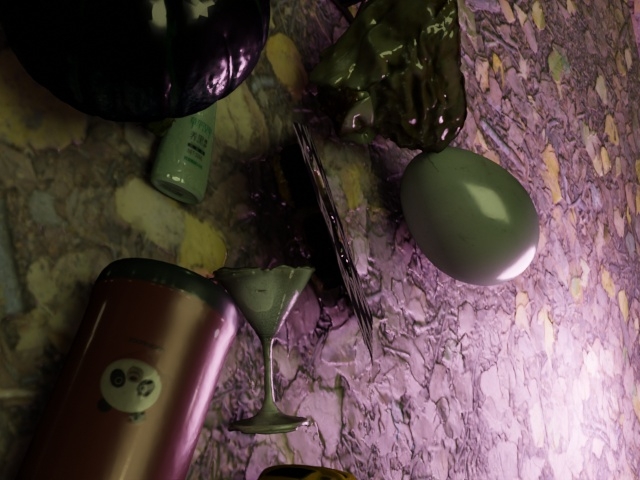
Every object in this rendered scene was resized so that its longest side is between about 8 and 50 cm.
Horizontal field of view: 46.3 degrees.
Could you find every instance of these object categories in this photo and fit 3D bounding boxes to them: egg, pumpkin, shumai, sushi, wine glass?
[{"bbox_3d":[0.228,-0.038,1.155,0.264,0.182,0.183,40,53,-28],"label":"egg"},{"bbox_3d":[-0.174,-0.201,0.723,0.248,0.248,0.248,15,70,-47],"label":"pumpkin"},{"bbox_3d":[0.088,-0.234,1.040,0.218,0.189,0.256,-20,123,-8],"label":"shumai"},{"bbox_3d":[0.000,0.000,0.936,0.264,0.050,0.290,-64,136,-82],"label":"sushi"},{"bbox_3d":[-0.058,0.120,0.840,0.122,0.122,0.183,3,82,-49],"label":"wine glass"}]

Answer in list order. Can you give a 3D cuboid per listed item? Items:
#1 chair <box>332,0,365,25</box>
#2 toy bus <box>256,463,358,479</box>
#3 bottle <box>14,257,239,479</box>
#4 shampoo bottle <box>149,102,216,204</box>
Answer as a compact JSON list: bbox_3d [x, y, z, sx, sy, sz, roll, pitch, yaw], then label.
[{"bbox_3d":[0.052,-0.401,1.116,0.212,0.084,0.101,44,54,-34],"label":"chair"},{"bbox_3d":[-0.051,0.395,0.752,0.151,0.145,0.331,23,65,-43],"label":"toy bus"},{"bbox_3d":[-0.186,0.189,0.650,0.144,0.144,0.336,40,54,-36],"label":"bottle"},{"bbox_3d":[-0.144,-0.139,0.853,0.069,0.041,0.191,28,60,-37],"label":"shampoo bottle"}]
